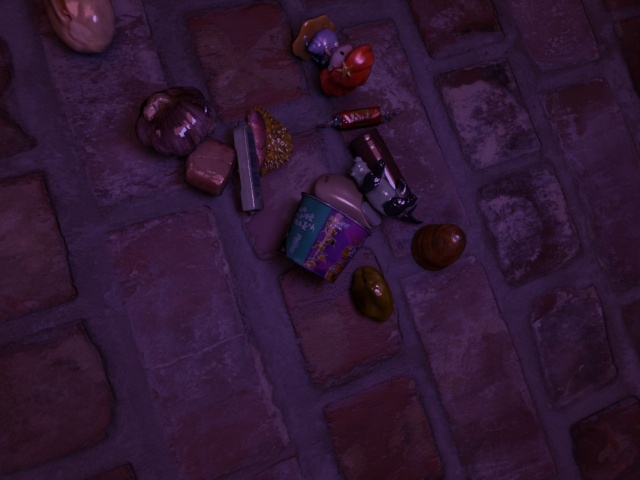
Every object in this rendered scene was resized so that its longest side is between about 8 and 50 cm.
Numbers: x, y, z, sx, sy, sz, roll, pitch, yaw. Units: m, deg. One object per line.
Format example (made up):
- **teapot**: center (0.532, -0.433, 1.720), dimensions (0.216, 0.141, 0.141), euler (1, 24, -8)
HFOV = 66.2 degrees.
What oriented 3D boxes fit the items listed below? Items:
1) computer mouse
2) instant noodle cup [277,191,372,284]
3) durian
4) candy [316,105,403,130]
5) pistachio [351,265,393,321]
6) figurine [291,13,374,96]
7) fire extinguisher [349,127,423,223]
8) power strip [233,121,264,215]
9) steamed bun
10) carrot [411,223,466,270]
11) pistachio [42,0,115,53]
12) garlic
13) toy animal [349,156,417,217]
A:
- **computer mouse**: center (0.091, -0.130, 1.538), dimensions (0.237, 0.082, 0.145), euler (30, 39, -6)
- **instant noodle cup**: center (0.000, 0.000, 1.459), dimensions (0.251, 0.251, 0.190), euler (31, 87, -7)
- **durian**: center (-0.162, -0.311, 1.519), dimensions (0.132, 0.165, 0.182), euler (-9, 59, 17)
- **candy**: center (0.129, -0.398, 1.601), dimensions (0.292, 0.086, 0.059), euler (-12, 94, -12)
- **pistachio**: center (0.166, 0.168, 1.533), dimensions (0.100, 0.110, 0.189), euler (-14, 86, -45)
- **figurine**: center (0.055, -0.559, 1.537), dimensions (0.181, 0.208, 0.257), euler (-7, 50, -51)
- **fire extinguisher**: center (0.230, -0.194, 1.597), dimensions (0.138, 0.102, 0.343), euler (-30, 91, -48)
- **power strip**: center (-0.219, -0.218, 1.484), dimensions (0.048, 0.080, 0.285), euler (-7, 93, 13)
- **steamed bun**: center (-0.333, -0.223, 1.474), dimensions (0.145, 0.106, 0.175), euler (19, 66, -4)
- **carrot**: center (0.394, 0.006, 1.545), dimensions (0.159, 0.225, 0.159), euler (2, 80, -9)
- **pistachio**: center (-0.693, -0.684, 1.420), dimensions (0.188, 0.187, 0.299), euler (-15, 81, -13)
- **garlic**: center (-0.426, -0.360, 1.413), dimensions (0.245, 0.160, 0.244), euler (-8, 52, 10)
- **toy animal**: center (0.181, -0.170, 1.496), dimensions (0.121, 0.094, 0.225), euler (-43, 90, 15)
